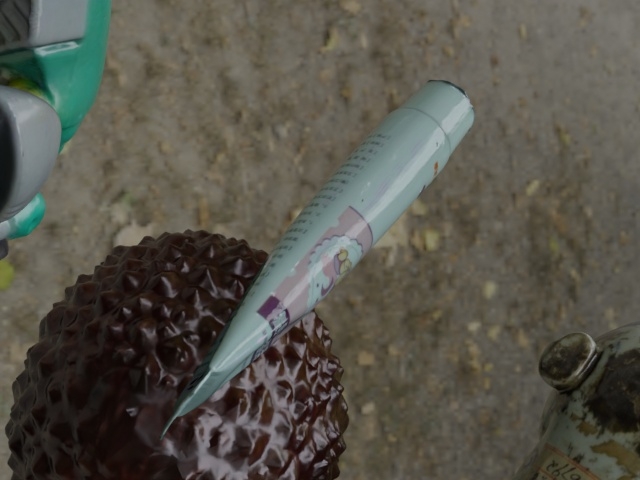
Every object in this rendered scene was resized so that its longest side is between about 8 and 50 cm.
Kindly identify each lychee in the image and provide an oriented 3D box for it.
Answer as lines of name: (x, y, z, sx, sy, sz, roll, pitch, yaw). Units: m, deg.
lychee: (-0.105, 0.140, 0.933, 0.264, 0.264, 0.300, 24, 67, -54)

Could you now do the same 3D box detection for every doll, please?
doll: (-0.200, -0.070, 0.713, 0.153, 0.195, 0.258, -26, 130, -41)

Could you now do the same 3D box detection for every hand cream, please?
hand cream: (0.000, 0.000, 0.828, 0.058, 0.085, 0.331, 44, 56, 0)

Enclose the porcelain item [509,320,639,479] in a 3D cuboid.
porcelain item: (0.186, 0.191, 0.824, 0.288, 0.138, 0.186, -52, 140, -7)
